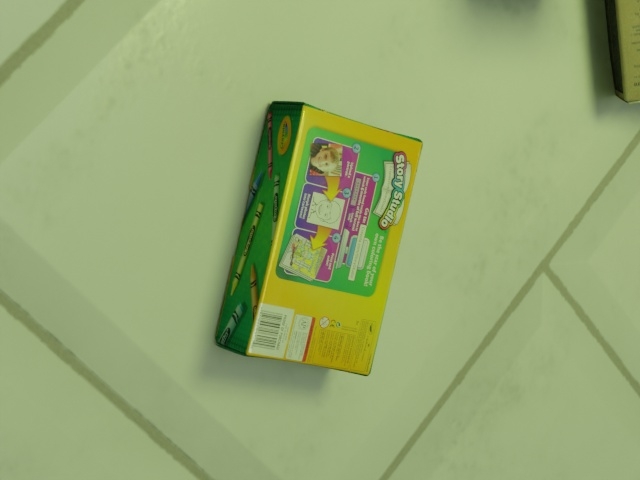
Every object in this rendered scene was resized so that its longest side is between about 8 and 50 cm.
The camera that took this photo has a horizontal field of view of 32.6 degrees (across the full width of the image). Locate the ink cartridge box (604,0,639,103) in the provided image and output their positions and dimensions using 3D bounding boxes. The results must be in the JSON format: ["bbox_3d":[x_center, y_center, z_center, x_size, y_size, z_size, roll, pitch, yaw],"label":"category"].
[{"bbox_3d":[0.496,-0.292,1.421,0.235,0.088,0.193,-7,103,5],"label":"ink cartridge box"}]

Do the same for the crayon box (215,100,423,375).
[{"bbox_3d":[0.000,0.000,1.218,0.165,0.081,0.278,14,89,-33],"label":"crayon box"}]
